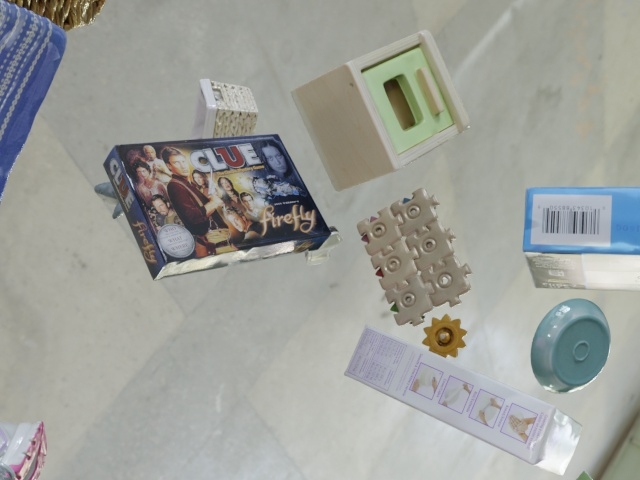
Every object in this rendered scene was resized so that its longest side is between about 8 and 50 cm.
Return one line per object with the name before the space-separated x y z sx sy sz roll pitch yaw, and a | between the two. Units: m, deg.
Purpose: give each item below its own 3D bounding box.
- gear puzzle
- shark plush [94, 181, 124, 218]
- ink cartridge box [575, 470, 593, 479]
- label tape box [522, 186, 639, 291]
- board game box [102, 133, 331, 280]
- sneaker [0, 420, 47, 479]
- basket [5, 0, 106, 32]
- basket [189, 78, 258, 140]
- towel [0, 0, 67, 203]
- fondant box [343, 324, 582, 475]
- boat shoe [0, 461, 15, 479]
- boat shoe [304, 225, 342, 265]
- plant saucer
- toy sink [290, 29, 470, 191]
gear puzzle | 0.201 0.071 1.666 0.175 0.339 0.044 -30 151 16
shark plush | -0.327 -0.095 1.528 0.067 0.161 0.073 58 42 -12
ink cartridge box | 0.409 0.487 1.289 0.056 0.235 0.171 -10 140 -37
label tape box | 0.471 0.020 1.421 0.348 0.249 0.115 47 47 -64
board game box | -0.122 -0.049 1.071 0.243 0.165 0.042 -11 154 -40
sneaker | -0.442 0.331 1.100 0.252 0.111 0.103 -74 175 -50
basket | -0.427 -0.471 1.246 0.213 0.223 0.299 -33 147 -45
basket | -0.190 -0.213 1.701 0.103 0.113 0.167 2 128 -20
towel | -0.325 -0.098 0.755 0.243 0.040 0.336 -64 179 6
fondant box | 0.232 0.257 1.409 0.238 0.330 0.096 35 77 -59
boat shoe | -0.370 0.214 0.790 0.118 0.103 0.320 -28 141 20
boat shoe | 0.000 0.000 1.210 0.046 0.038 0.125 -13 165 -10
plant saucer | 0.304 0.129 1.042 0.119 0.021 0.119 -5 102 -24
toy sink | 0.103 -0.188 1.203 0.234 0.131 0.153 -30 99 -41
